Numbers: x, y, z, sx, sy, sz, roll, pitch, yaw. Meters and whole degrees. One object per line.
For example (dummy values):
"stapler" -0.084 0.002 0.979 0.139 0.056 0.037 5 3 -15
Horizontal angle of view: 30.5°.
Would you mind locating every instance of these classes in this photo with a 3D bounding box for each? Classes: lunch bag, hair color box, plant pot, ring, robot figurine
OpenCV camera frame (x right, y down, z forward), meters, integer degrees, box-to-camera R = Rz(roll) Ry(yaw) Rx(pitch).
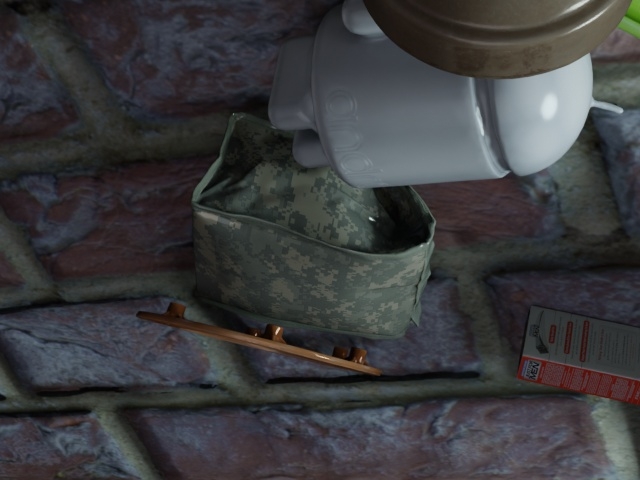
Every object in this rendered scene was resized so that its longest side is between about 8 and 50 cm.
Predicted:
"lunch bag" 0.000 0.000 1.422 0.287 0.169 0.235 18 149 7
"hair color box" 0.345 0.148 1.519 0.167 0.093 0.053 13 135 8
"plant pot" 0.152 -0.303 0.988 0.263 0.263 0.229 10 157 10
"ring" -0.079 0.129 1.568 0.337 0.032 0.336 14 173 2
"robot figurine" 0.127 -0.160 1.223 0.353 0.199 0.300 -4 152 22

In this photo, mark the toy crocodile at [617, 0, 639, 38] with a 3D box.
"toy crocodile" 0.382 -0.317 1.055 0.115 0.105 0.340 36 132 -16
